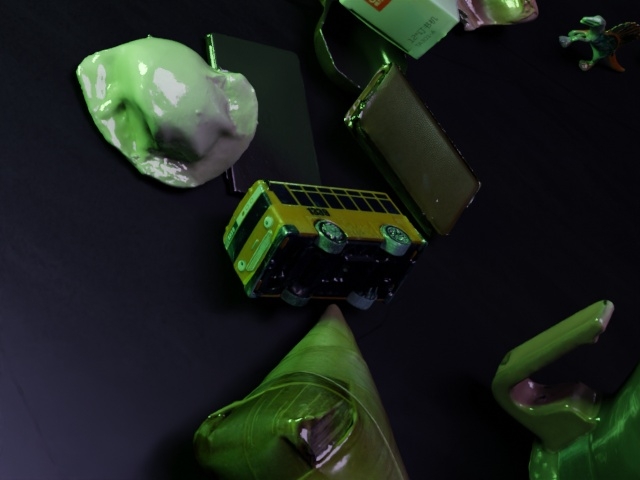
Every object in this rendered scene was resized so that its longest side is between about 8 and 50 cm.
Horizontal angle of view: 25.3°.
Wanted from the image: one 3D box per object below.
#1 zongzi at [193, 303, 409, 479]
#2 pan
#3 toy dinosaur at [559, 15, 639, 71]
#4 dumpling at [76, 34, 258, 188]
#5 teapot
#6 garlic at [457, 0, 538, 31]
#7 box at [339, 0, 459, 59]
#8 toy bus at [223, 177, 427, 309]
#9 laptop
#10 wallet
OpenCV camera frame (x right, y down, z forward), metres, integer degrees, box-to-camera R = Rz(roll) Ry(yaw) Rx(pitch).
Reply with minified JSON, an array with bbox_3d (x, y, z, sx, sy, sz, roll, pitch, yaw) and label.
[{"bbox_3d":[0.040,0.234,1.413,0.289,0.154,0.317,62,27,-12],"label":"zongzi"},{"bbox_3d":[0.029,-0.259,1.717,0.128,0.048,0.202,-10,76,-46],"label":"pan"},{"bbox_3d":[0.411,-0.283,2.035,0.187,0.106,0.044,16,58,-35],"label":"toy dinosaur"},{"bbox_3d":[-0.154,-0.132,1.461,0.176,0.092,0.150,16,72,-42],"label":"dumpling"},{"bbox_3d":[0.388,0.219,1.567,0.376,0.362,0.305,37,51,-6],"label":"teapot"},{"bbox_3d":[0.219,-0.352,1.910,0.174,0.099,0.124,52,29,-7],"label":"garlic"},{"bbox_3d":[0.094,-0.351,1.759,0.135,0.079,0.269,33,34,-27],"label":"box"},{"bbox_3d":[0.000,0.000,1.501,0.201,0.098,0.114,4,39,-41],"label":"toy bus"},{"bbox_3d":[-0.062,-0.133,1.594,0.135,0.016,0.197,8,64,-40],"label":"laptop"},{"bbox_3d":[0.112,-0.104,1.685,0.198,0.031,0.110,52,54,-25],"label":"wallet"}]
